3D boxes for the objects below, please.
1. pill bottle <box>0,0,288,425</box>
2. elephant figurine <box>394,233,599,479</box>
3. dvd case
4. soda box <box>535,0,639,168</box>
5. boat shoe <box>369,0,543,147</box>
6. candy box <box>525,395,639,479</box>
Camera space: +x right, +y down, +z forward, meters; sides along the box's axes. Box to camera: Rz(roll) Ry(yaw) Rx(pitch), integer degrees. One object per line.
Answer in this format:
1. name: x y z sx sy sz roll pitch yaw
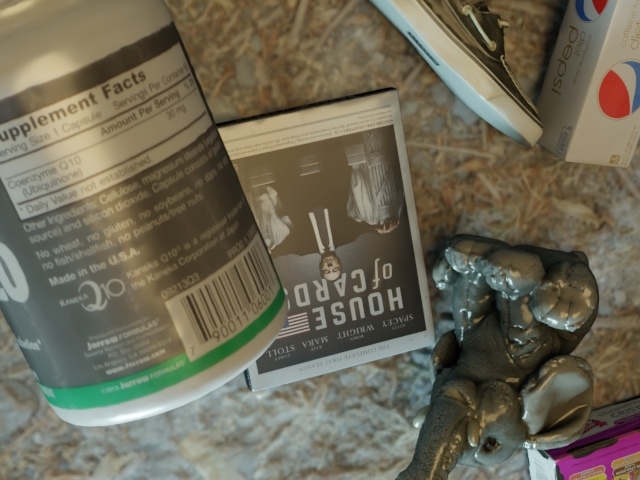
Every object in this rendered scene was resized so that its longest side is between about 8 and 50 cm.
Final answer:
1. pill bottle: -0.177 -0.064 0.806 0.204 0.204 0.361 -24 107 -9
2. elephant figurine: 0.154 0.122 0.961 0.185 0.169 0.240 10 96 -7
3. dvd case: 0.000 0.000 0.960 0.179 0.029 0.239 -14 105 -11
4. soda box: 0.255 -0.175 0.943 0.073 0.069 0.216 4 114 -25
5. boat shoe: 0.126 -0.172 0.931 0.070 0.078 0.219 -46 108 0
6. candy box: 0.303 0.283 1.082 0.159 0.071 0.234 -15 105 -12
